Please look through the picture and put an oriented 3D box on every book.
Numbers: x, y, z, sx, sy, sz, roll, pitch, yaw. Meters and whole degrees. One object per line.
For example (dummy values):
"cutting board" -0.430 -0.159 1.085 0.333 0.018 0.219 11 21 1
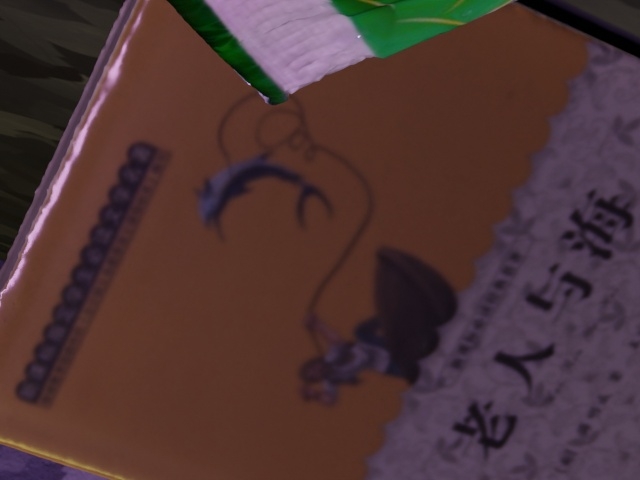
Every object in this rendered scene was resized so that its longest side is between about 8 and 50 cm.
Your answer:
"book" 0.061 0.026 0.883 0.389 0.269 0.032 20 -164 -21

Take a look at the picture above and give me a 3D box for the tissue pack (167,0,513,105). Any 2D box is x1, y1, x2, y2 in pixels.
"tissue pack" -0.001 -0.143 0.369 0.156 0.148 0.209 -24 160 7
